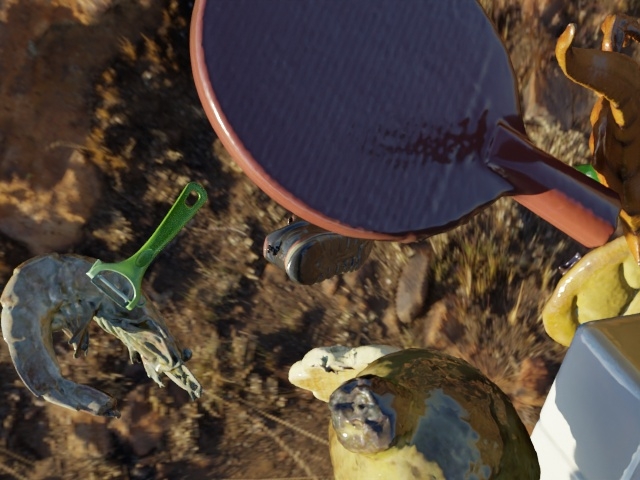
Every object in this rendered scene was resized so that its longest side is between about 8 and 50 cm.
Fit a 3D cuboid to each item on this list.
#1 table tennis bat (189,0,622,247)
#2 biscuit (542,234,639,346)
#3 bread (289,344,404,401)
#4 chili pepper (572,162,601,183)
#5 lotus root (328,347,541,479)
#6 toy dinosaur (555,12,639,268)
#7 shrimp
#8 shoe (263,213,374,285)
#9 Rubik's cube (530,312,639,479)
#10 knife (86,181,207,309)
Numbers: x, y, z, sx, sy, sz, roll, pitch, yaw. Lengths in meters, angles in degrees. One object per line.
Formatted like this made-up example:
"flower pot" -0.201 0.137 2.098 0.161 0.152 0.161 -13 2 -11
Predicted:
"table tennis bat" 0.083 -0.111 0.869 0.414 0.051 0.268 28 70 -17
"biscuit" 0.395 0.064 1.302 0.203 0.260 0.041 13 44 -13
"bread" 0.107 0.231 1.706 0.316 0.316 0.054 3 66 10
"chili pepper" 0.383 -0.072 1.430 0.061 0.224 0.098 -31 101 -24
"lotus root" 0.064 0.131 0.614 0.138 0.214 0.138 -7 65 16
"toy dinosaur" 0.284 -0.122 0.942 0.097 0.432 0.208 1 59 35
"shrimp" -0.338 0.165 1.619 0.360 0.085 0.247 37 58 -19
"shoe" 0.000 0.000 1.956 0.137 0.291 0.114 21 117 33
"Rubik's cube" 0.331 0.234 0.754 0.291 0.290 0.291 -5 38 -27
"knife" -0.187 0.002 1.192 0.166 0.022 0.078 -49 120 -8
